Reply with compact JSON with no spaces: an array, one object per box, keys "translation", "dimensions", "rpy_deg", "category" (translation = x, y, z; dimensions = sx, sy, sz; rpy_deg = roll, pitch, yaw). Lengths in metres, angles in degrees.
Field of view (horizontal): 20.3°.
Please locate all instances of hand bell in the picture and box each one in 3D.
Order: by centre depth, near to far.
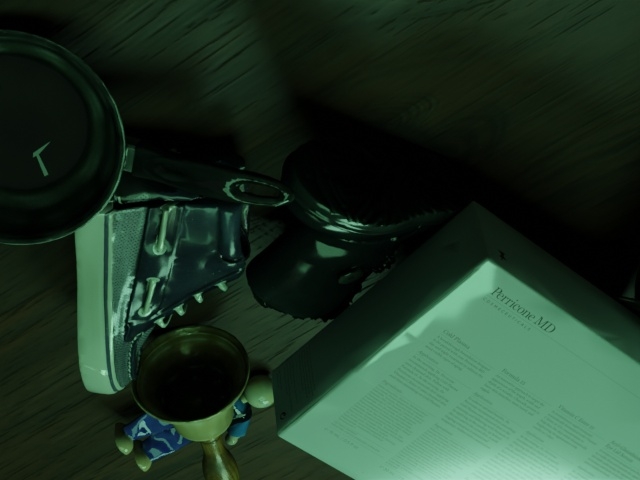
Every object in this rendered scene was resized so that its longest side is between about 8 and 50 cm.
[{"translation":[-0.121,0.214,1.937],"dimensions":[0.126,0.126,0.242],"rpy_deg":[-8,139,2],"category":"hand bell"}]

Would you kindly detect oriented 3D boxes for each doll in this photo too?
[{"translation":[-0.132,0.197,2.004],"dimensions":[0.189,0.046,0.129],"rpy_deg":[-26,132,16],"category":"doll"}]

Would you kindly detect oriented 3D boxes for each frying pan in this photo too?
[{"translation":[-0.199,-0.100,1.507],"dimensions":[0.326,0.053,0.197],"rpy_deg":[-10,115,8],"category":"frying pan"}]

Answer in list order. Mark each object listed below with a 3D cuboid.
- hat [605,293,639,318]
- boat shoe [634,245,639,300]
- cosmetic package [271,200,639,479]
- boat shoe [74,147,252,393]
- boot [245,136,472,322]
[{"translation":[0.247,0.139,1.899],"dimensions":[0.331,0.134,0.331],"rpy_deg":[-4,132,-5],"category":"hat"},{"translation":[0.352,0.006,1.821],"dimensions":[0.056,0.048,0.153],"rpy_deg":[6,139,4],"category":"boat shoe"},{"translation":[0.184,0.161,1.759],"dimensions":[0.377,0.097,0.284],"rpy_deg":[34,121,-30],"category":"cosmetic package"},{"translation":[-0.148,0.040,1.701],"dimensions":[0.158,0.127,0.340],"rpy_deg":[4,144,-2],"category":"boat shoe"},{"translation":[0.000,0.000,1.657],"dimensions":[0.207,0.094,0.246],"rpy_deg":[-39,158,32],"category":"boot"}]
